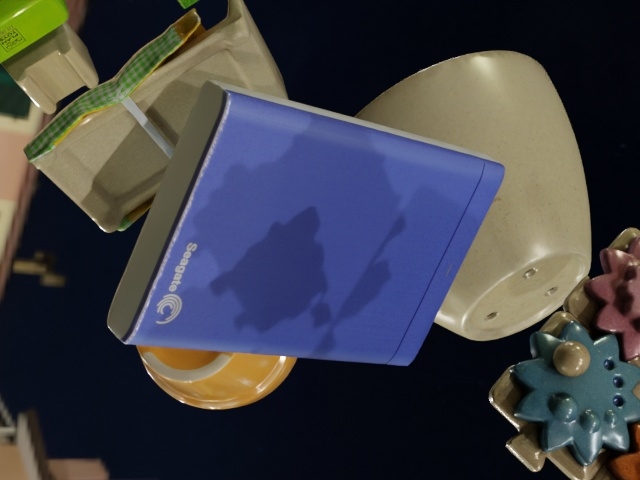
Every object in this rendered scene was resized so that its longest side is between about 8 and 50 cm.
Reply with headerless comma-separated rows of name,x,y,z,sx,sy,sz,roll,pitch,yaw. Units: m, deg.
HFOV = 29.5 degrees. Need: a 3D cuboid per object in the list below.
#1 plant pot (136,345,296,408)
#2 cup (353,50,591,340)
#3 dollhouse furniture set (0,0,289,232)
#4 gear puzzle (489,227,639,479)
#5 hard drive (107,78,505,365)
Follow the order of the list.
plant pot,-0.136,0.103,1.453,0.205,0.188,0.205,-1,-94,8
cup,0.187,-0.025,1.440,0.331,0.331,0.237,-52,-127,34
dollhouse furniture set,-0.162,-0.162,0.912,0.198,0.301,0.151,-32,-115,-1
gear puzzle,0.268,0.152,0.723,0.339,0.175,0.044,43,-24,3
hard drive,0.000,0.000,1.008,0.040,0.319,0.210,39,-69,43
